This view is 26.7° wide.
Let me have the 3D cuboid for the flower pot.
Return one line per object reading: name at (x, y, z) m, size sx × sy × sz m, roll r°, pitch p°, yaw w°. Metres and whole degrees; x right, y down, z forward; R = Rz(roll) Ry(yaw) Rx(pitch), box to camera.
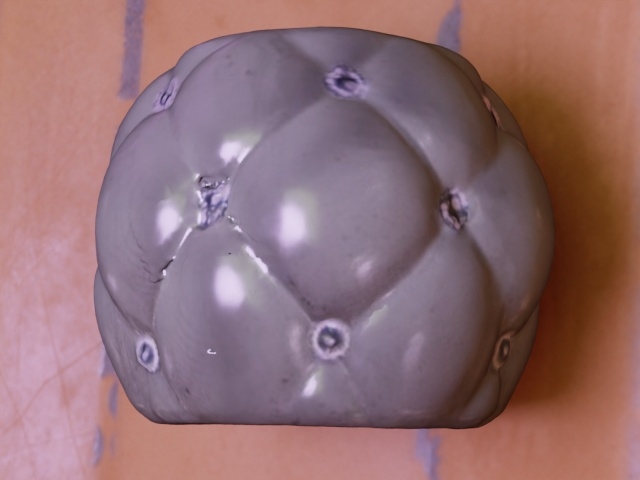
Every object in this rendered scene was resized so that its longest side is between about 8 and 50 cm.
flower pot at (0.000, 0.000, 0.703) m, size 0.246 × 0.246 × 0.195 m, roll -2°, pitch 81°, yaw 26°
